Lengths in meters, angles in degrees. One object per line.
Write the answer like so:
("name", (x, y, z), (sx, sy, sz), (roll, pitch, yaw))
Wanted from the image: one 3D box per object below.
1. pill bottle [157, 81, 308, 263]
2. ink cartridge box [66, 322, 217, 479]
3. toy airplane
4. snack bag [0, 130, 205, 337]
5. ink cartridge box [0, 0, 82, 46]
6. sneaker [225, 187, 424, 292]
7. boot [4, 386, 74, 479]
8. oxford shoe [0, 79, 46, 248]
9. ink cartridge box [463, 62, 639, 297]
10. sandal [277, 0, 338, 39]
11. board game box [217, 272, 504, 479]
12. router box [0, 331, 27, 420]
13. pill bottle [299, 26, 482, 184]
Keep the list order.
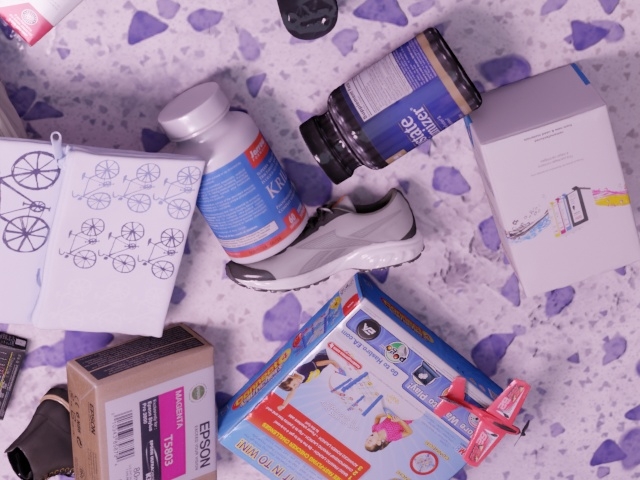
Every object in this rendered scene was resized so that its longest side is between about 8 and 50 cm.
("pill bottle", (-0.118, -0.090, 1.896), (0.124, 0.124, 0.221), (-28, 115, 7))
("ink cartridge box", (-0.244, 0.256, 2.018), (0.193, 0.088, 0.235), (-17, 120, -33))
("toy airplane", (0.224, 0.244, 2.042), (0.151, 0.028, 0.151), (-2, 113, -5))
("snack bag", (-0.342, -0.001, 1.852), (0.342, 0.037, 0.323), (6, 131, -17))
("ink cartridge box", (-0.323, -0.350, 1.751), (0.176, 0.127, 0.128), (-38, 111, 15))
("sneaker", (0.000, 0.000, 1.974), (0.271, 0.100, 0.108), (-15, 106, -5))
("boot", (-0.364, 0.326, 2.050), (0.077, 0.137, 0.198), (-19, 112, 34))
("oxford shoe", (-0.421, -0.070, 1.883), (0.169, 0.130, 0.449), (-20, 130, 0))
("ink cartridge box", (0.304, -0.079, 1.917), (0.168, 0.171, 0.233), (-18, 116, 3))
("sandal", (-0.043, -0.363, 1.776), (0.097, 0.054, 0.254), (-23, 112, 13))
("board game box", (0.063, 0.251, 2.093), (0.308, 0.086, 0.302), (40, 106, -20))
("router box", (-0.471, 0.184, 2.035), (0.092, 0.038, 0.122), (17, 112, -13))
("pill bottle", (0.087, -0.168, 1.881), (0.219, 0.123, 0.123), (-33, 114, 10))
